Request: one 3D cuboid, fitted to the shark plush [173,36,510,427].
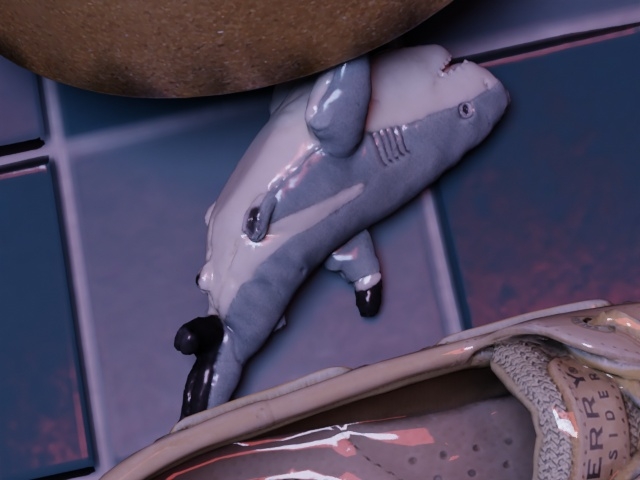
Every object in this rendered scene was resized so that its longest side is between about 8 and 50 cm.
[{"bbox_3d":[0.000,0.000,0.538,0.067,0.073,0.161,33,72,-16],"label":"shark plush"}]

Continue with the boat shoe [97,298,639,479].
[{"bbox_3d":[0.078,0.069,0.478,0.302,0.098,0.109,-10,72,0],"label":"boat shoe"}]

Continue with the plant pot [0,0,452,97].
[{"bbox_3d":[-0.057,-0.213,0.474,0.237,0.254,0.237,-8,54,11],"label":"plant pot"}]
